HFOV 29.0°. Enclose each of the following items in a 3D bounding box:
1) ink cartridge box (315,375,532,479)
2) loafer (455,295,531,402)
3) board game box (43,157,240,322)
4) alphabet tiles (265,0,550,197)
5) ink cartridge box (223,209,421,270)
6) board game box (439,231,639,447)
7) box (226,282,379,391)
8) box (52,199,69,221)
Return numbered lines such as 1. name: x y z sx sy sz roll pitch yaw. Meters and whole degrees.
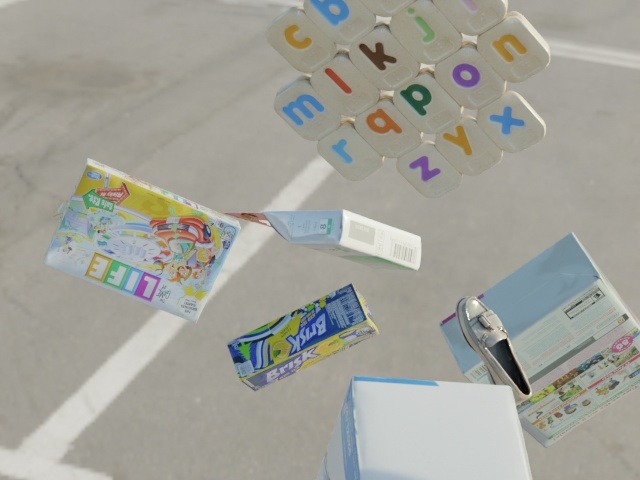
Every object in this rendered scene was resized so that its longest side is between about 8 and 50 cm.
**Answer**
1. ink cartridge box: 0.093 0.274 1.240 0.171 0.233 0.168 5 46 -11
2. loafer: 0.186 0.113 1.300 0.045 0.125 0.039 -29 4 -28
3. board game box: -0.165 0.001 1.148 0.154 0.103 0.026 22 11 -16
4. alphabet tiles: 0.090 -0.168 1.288 0.278 0.284 0.021 42 40 -23
5. ink cartridge box: 0.000 0.000 1.725 0.224 0.056 0.181 -2 -13 40
6. board game box: 0.333 0.150 1.738 0.303 0.224 0.097 43 16 -47
7. box: -0.021 0.116 1.465 0.169 0.059 0.054 -25 64 7
8. box: -0.285 -0.026 1.611 0.136 0.081 0.028 -16 43 40
